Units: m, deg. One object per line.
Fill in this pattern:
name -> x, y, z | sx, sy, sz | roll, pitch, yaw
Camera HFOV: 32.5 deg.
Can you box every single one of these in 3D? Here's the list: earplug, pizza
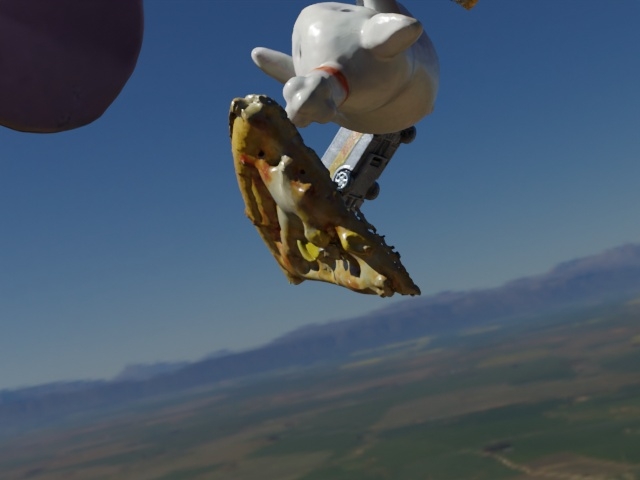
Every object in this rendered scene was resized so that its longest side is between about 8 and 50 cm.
earplug -> -0.397, -0.259, 1.197 | 0.215, 0.215, 0.456 | -8, 20, -40
pizza -> 0.000, 0.000, 0.752 | 0.036, 0.176, 0.184 | -37, -28, -18

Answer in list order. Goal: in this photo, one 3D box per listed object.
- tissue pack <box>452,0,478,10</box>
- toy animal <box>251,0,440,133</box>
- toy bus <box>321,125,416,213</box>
tissue pack -> 0.138, -0.251, 0.978 | 0.083, 0.042, 0.062 | -50, 23, 10
toy animal -> 0.025, -0.166, 0.967 | 0.140, 0.138, 0.282 | -46, -13, 12
toy bus -> 0.055, -0.114, 1.382 | 0.064, 0.075, 0.190 | 15, -67, -45
